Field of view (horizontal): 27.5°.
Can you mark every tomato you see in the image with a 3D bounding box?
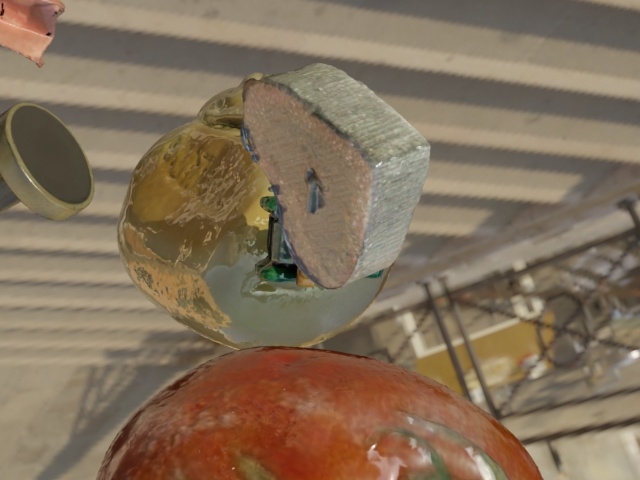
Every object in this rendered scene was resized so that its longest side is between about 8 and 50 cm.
[{"bbox_3d":[0.021,0.139,0.494,0.237,0.236,0.095,3,149,-31],"label":"tomato"}]

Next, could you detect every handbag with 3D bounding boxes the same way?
[{"bbox_3d":[-0.337,-0.217,1.135,0.212,0.157,0.059,20,92,-19],"label":"handbag"}]

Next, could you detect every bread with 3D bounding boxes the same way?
[{"bbox_3d":[-0.077,-0.019,1.767,0.348,0.376,0.253,-51,124,-14],"label":"bread"}]

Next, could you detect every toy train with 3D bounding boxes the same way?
[{"bbox_3d":[0.000,0.000,1.399,0.136,0.091,0.227,4,-177,-3],"label":"toy train"}]

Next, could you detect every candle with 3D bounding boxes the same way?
[{"bbox_3d":[0.016,-0.057,1.075,0.068,0.192,0.168,-26,-170,-33],"label":"candle"}]

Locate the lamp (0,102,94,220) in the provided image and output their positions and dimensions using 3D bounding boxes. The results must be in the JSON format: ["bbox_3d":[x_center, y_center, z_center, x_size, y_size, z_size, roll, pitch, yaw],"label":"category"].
[{"bbox_3d":[-0.237,0.000,0.794,0.215,0.121,0.121,-30,148,22],"label":"lamp"}]
